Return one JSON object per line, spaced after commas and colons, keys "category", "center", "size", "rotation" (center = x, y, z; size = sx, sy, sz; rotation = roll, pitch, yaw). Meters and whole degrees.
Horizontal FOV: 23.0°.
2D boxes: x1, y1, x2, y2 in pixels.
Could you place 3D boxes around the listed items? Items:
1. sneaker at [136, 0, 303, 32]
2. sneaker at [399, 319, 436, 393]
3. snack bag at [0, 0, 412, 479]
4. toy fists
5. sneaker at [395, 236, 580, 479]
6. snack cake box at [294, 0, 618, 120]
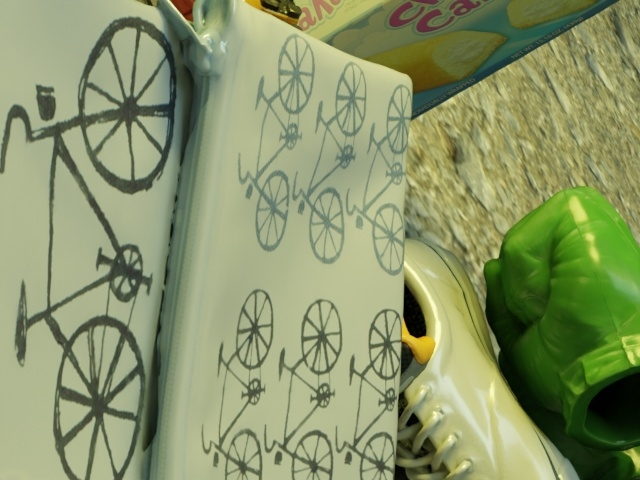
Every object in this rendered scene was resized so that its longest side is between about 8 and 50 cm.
{"category": "sneaker", "center": [-0.100, -0.148, 0.839], "size": [0.088, 0.093, 0.225], "rotation": [-1, 48, -40]}
{"category": "sneaker", "center": [0.000, 0.000, 0.858], "size": [0.084, 0.083, 0.215], "rotation": [12, 52, -56]}
{"category": "snack bag", "center": [-0.055, 0.062, 0.582], "size": [0.342, 0.037, 0.323], "rotation": [14, 78, -59]}
{"category": "toy fists", "center": [0.160, 0.076, 0.962], "size": [0.279, 0.096, 0.142], "rotation": [69, 5, -57]}
{"category": "sneaker", "center": [0.067, 0.110, 0.879], "size": [0.091, 0.094, 0.258], "rotation": [10, 46, -47]}
{"category": "snack cake box", "center": [0.071, -0.161, 0.939], "size": [0.152, 0.264, 0.089], "rotation": [14, 52, -57]}
